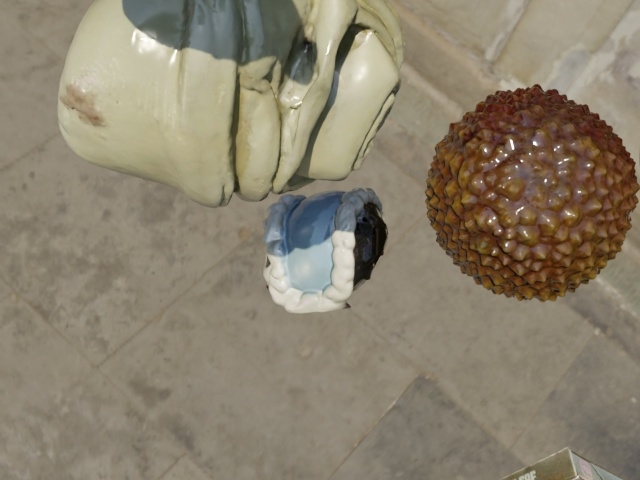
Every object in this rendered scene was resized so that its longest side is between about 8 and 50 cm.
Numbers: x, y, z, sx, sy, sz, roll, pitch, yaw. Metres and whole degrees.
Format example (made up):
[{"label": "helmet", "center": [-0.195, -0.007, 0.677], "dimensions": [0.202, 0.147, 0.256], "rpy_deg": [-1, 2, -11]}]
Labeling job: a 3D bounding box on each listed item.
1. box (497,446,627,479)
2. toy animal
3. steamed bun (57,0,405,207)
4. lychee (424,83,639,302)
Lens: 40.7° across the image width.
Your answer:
[{"label": "box", "center": [0.333, 0.362, 1.099], "dimensions": [0.325, 0.180, 0.047], "rpy_deg": [31, 37, -35]}, {"label": "toy animal", "center": [0.000, 0.000, 1.364], "dimensions": [0.204, 0.156, 0.208], "rpy_deg": [-2, 30, 26]}, {"label": "steamed bun", "center": [-0.049, -0.164, 0.816], "dimensions": [0.219, 0.309, 0.324], "rpy_deg": [34, 13, 26]}, {"label": "lychee", "center": [0.244, -0.064, 1.027], "dimensions": [0.267, 0.267, 0.267], "rpy_deg": [7, 57, -11]}]
